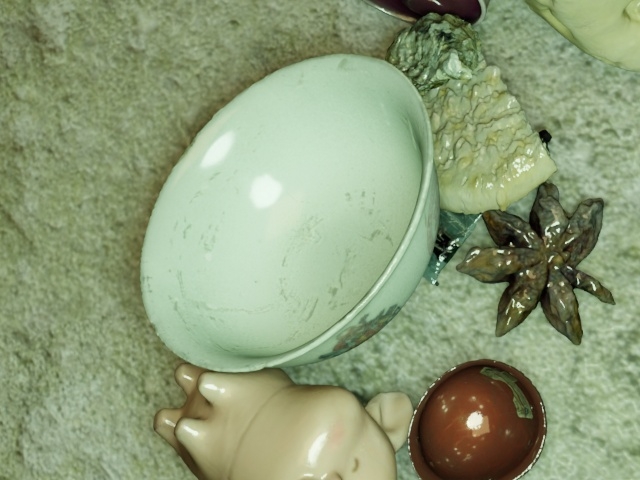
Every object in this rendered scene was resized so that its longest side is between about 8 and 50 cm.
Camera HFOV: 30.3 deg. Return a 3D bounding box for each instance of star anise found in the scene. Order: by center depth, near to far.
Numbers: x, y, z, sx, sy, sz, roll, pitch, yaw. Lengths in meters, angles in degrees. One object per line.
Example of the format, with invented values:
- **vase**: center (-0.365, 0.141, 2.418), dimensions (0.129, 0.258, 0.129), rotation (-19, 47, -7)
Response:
- **star anise**: center (0.265, 0.025, 1.469), dimensions (0.197, 0.073, 0.212), rotation (-1, 76, -4)

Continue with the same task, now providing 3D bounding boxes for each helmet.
- **helmet**: center (0.178, 0.227, 1.429), dimensions (0.155, 0.106, 0.175), rotation (39, 81, -2)

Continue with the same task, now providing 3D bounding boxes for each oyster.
- **oyster**: center (0.144, -0.241, 1.522), dimensions (0.177, 0.064, 0.125), rotation (3, 64, 49)

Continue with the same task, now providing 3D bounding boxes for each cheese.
- **cheese**: center (0.352, -0.345, 1.530), dimensions (0.173, 0.251, 0.248), rotation (-46, 31, 14)

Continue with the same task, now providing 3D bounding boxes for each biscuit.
- **biscuit**: center (0.181, -0.134, 1.519), dimensions (0.179, 0.084, 0.281), rotation (-36, 44, 14)

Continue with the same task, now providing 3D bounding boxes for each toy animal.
- **toy animal**: center (-0.052, 0.250, 1.420), dimensions (0.269, 0.326, 0.237), rotation (22, 90, -21)

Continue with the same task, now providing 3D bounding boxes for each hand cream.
- **hand cream**: center (0.208, -0.052, 1.542), dimensions (0.248, 0.052, 0.075), rotation (-47, 45, 6)

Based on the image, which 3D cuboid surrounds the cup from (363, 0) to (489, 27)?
- **cup**: center (0.151, -0.437, 1.602), dimensions (0.208, 0.288, 0.273), rotation (25, 80, -15)

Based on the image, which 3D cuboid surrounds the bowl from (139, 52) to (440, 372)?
- **bowl**: center (0.000, 0.000, 1.473), dimensions (0.435, 0.196, 0.435), rotation (-22, 49, 27)
